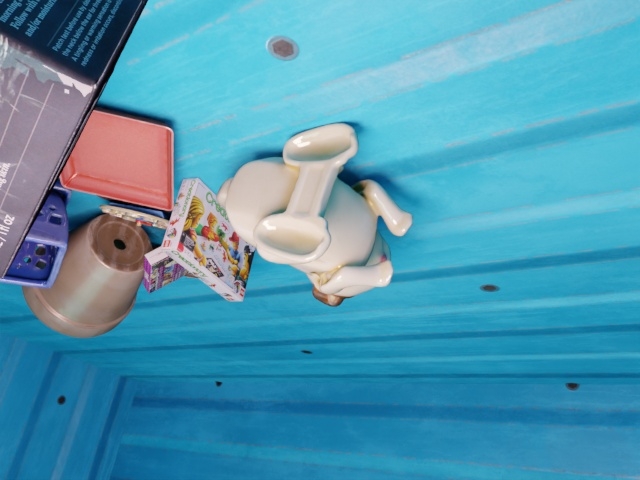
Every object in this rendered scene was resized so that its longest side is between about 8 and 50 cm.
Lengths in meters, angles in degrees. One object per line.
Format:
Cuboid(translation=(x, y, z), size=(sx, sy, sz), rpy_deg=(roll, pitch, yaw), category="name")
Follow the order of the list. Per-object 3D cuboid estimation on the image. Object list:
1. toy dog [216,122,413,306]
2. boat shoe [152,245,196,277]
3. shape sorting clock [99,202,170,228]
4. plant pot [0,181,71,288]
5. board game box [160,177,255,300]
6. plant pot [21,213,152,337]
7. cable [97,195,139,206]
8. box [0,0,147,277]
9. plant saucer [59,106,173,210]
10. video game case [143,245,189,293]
Cuboid(translation=(0.000, 0.000, 1.248), size=(0.395, 0.284, 0.408), rpy_deg=(-6, 151, 30), category="toy dog")
Cuboid(translation=(-0.447, 0.075, 1.777), size=(0.207, 0.073, 0.073), rpy_deg=(20, 150, -18), category="boat shoe")
Cuboid(translation=(-0.471, -0.058, 1.500), size=(0.206, 0.040, 0.206), rpy_deg=(9, 174, 1), category="shape sorting clock")
Cuboid(translation=(-0.748, -0.038, 1.412), size=(0.236, 0.212, 0.236), rpy_deg=(14, 141, -28), category="plant pot")
Cuboid(translation=(-0.267, 0.007, 1.444), size=(0.053, 0.193, 0.305), rpy_deg=(-2, 151, 24), category="board game box")
Cuboid(translation=(-0.630, 0.074, 1.628), size=(0.323, 0.323, 0.280), rpy_deg=(28, 133, -31), category="plant pot")
Cuboid(translation=(-0.503, -0.143, 1.408), size=(0.150, 0.047, 0.184), rpy_deg=(16, 156, 0), category="cable")
Cuboid(translation=(-0.567, -0.253, 0.793), size=(0.472, 0.297, 0.480), rpy_deg=(27, 134, -23), category="box")
Cuboid(translation=(-0.439, -0.187, 1.239), size=(0.258, 0.048, 0.259), rpy_deg=(13, 140, -5), category="plant saucer")
Cuboid(translation=(-0.387, 0.048, 1.590), size=(0.042, 0.210, 0.232), rpy_deg=(54, 153, 10), category="video game case")
